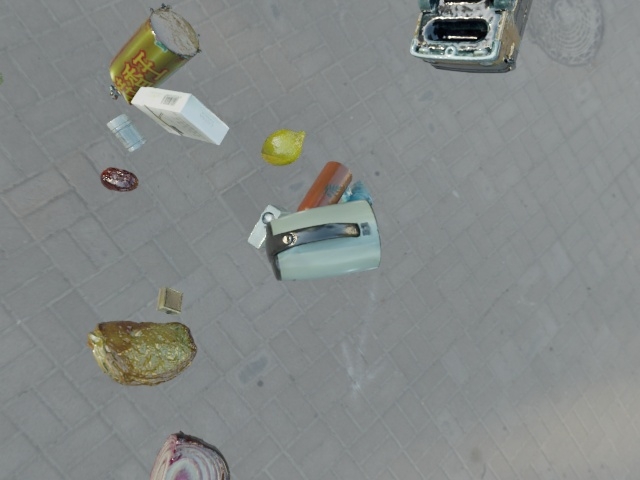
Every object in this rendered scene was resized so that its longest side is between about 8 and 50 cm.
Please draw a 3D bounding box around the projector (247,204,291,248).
[{"bbox_3d":[-0.173,-0.047,1.349,0.061,0.115,0.147,33,99,9],"label":"projector"}]

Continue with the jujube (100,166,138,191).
[{"bbox_3d":[-0.661,-0.198,1.330,0.130,0.077,0.077,14,82,13],"label":"jujube"}]

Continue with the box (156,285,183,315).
[{"bbox_3d":[-0.510,0.208,1.369,0.079,0.035,0.083,38,38,-49],"label":"box"}]

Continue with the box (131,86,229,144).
[{"bbox_3d":[-0.227,-0.202,0.648,0.084,0.155,0.040,35,79,-52],"label":"box"}]

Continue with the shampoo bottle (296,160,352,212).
[{"bbox_3d":[-0.005,-0.088,1.025,0.085,0.085,0.244,35,69,-16],"label":"shampoo bottle"}]

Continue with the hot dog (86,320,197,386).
[{"bbox_3d":[-0.450,0.273,1.004,0.259,0.175,0.114,15,120,-48],"label":"hot dog"}]

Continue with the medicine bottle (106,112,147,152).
[{"bbox_3d":[-0.525,-0.292,1.097,0.058,0.058,0.091,-42,118,-17],"label":"medicine bottle"}]

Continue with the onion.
[{"bbox_3d":[-0.382,0.695,1.178,0.207,0.206,0.216,28,58,-17],"label":"onion"}]

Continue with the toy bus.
[{"bbox_3d":[0.236,-0.387,0.575,0.167,0.139,0.274,-11,115,-55],"label":"toy bus"}]

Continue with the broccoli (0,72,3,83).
[{"bbox_3d":[-0.394,-0.091,0.322,0.270,0.270,0.270,41,53,-14],"label":"broccoli"}]

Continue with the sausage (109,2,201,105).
[{"bbox_3d":[-0.439,-0.434,0.989,0.125,0.318,0.117,55,39,-24],"label":"sausage"}]

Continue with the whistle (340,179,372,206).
[{"bbox_3d":[0.110,-0.097,1.179,0.093,0.273,0.186,-19,119,22],"label":"whistle"}]

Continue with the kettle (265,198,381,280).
[{"bbox_3d":[0.000,0.000,0.867,0.237,0.221,0.161,-9,83,-7],"label":"kettle"}]

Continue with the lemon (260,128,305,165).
[{"bbox_3d":[-0.067,-0.171,0.734,0.092,0.065,0.065,-27,98,8],"label":"lemon"}]
